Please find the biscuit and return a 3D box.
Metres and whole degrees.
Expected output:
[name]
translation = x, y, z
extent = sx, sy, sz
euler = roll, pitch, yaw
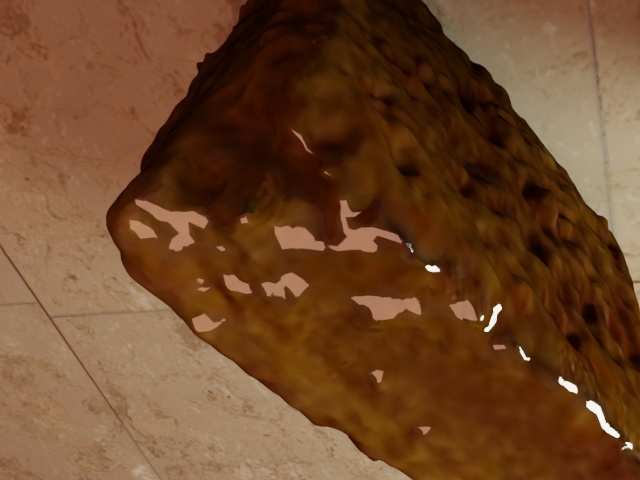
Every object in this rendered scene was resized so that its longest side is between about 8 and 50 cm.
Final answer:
[biscuit]
translation = 0.079, -0.007, 0.536
extent = 0.395, 0.343, 0.166
euler = 40, 125, -19
